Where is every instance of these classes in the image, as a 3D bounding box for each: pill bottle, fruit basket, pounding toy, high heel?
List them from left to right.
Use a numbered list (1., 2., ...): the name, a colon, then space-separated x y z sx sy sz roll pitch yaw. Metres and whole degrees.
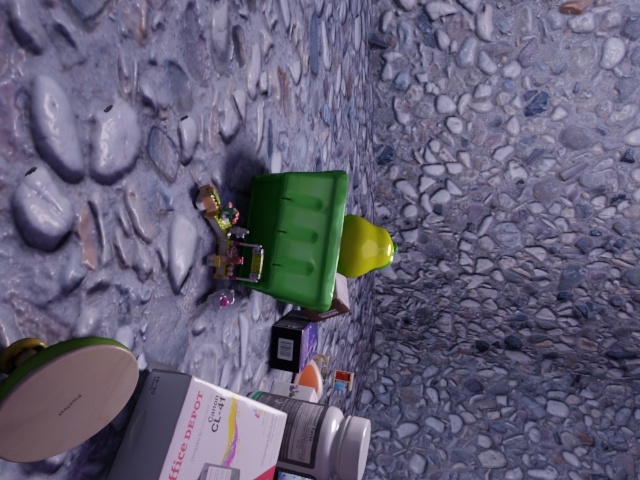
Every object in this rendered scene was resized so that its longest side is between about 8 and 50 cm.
1. pounding toy: -0.366 0.188 0.625 0.236 0.110 0.183 -27 141 -37
2. high heel: -0.079 0.650 1.921 0.181 0.127 0.377 141 -42 -69
3. pill bottle: -0.049 0.566 1.414 0.204 0.360 0.204 8 90 -75
4. fruit basket: 0.000 0.000 1.311 0.392 0.283 0.392 -3 94 -38

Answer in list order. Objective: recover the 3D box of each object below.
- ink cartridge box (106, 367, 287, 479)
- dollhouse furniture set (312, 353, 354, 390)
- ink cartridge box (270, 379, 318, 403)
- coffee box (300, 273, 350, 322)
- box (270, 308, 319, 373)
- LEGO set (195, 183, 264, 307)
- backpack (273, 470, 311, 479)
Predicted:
1. ink cartridge box: -0.220 0.407 0.962 0.306 0.131 0.226 43 52 -46
2. dollhouse furniture set: 0.041 0.558 2.083 0.129 0.183 0.129 33 65 -73
3. ink cartridge box: -0.071 0.534 1.662 0.104 0.181 0.062 77 25 -52
4. coffee box: 0.008 0.139 1.677 0.098 0.141 0.247 51 26 -43
5. box: -0.083 0.336 1.672 0.207 0.108 0.153 -27 123 -71
6. LEGO set: -0.195 0.007 1.104 0.132 0.107 0.287 -52 146 -63
7. backpack: -0.090 0.928 1.562 0.355 0.273 0.290 -60 164 -62
